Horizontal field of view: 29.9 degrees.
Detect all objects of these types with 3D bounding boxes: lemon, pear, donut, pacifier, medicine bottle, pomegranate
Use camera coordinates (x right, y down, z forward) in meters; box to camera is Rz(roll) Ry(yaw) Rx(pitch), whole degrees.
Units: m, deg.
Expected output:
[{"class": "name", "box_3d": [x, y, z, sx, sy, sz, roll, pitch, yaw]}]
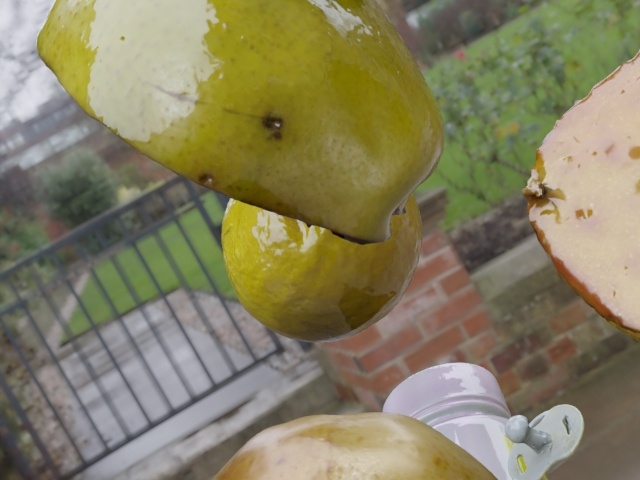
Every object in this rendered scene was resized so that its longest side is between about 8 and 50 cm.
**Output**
[{"class": "lemon", "box_3d": [0.001, 0.000, 1.665, 0.297, 0.297, 0.297, -29, 6, 3]}, {"class": "pear", "box_3d": [-0.052, -0.178, 1.108, 0.191, 0.387, 0.340, -63, -1, 22]}, {"class": "donut", "box_3d": [0.275, -0.031, 0.868, 0.254, 0.118, 0.253, -18, 50, 22]}, {"class": "pacifier", "box_3d": [0.181, 0.165, 1.014, 0.083, 0.064, 0.068, -44, 29, 20]}, {"class": "medicine bottle", "box_3d": [0.218, 0.372, 1.669, 0.214, 0.213, 0.378, -28, 45, 11]}, {"class": "pomegranate", "box_3d": [0.032, 0.262, 0.863, 0.307, 0.307, 0.307, -29, 6, 3]}]
